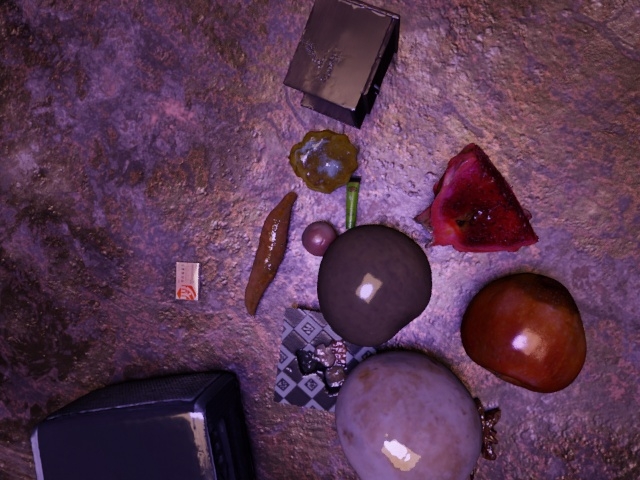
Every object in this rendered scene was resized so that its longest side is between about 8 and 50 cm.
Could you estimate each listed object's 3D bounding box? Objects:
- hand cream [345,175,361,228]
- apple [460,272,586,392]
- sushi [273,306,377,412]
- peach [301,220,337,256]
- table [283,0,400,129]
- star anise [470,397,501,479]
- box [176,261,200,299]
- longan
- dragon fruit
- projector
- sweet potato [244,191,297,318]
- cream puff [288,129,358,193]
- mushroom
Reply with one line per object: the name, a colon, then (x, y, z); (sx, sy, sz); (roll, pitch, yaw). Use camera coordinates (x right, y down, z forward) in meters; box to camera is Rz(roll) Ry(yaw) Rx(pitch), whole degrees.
hand cream: (0.072, -0.087, 0.963); (0.036, 0.023, 0.122); (4, 90, 13)
apple: (0.400, 0.174, 0.826); (0.229, 0.230, 0.230); (0, 93, 9)
sushi: (0.015, 0.275, 0.980); (0.219, 0.047, 0.232); (9, 99, 4)
peach: (-0.001, -0.002, 0.949); (0.083, 0.083, 0.083); (0, 93, 9)
table: (0.052, -0.361, 0.878); (0.172, 0.169, 0.193); (24, 96, 7)
star anise: (0.339, 0.444, 0.917); (0.097, 0.070, 0.191); (9, 82, -2)
box: (-0.325, 0.099, 1.041); (0.058, 0.015, 0.093); (3, 93, 7)
longan: (0.108, 0.092, 0.866); (0.248, 0.248, 0.249); (0, 93, 9)
dragon fruit: (0.289, -0.072, 0.871); (0.211, 0.134, 0.262); (-32, 123, 23)
projector: (-0.371, 0.529, 0.959); (0.404, 0.242, 0.396); (-11, 89, 8)
sweet potato: (-0.117, 0.037, 0.978); (0.072, 0.066, 0.315); (23, 100, 48)
cream puff: (0.002, -0.177, 0.932); (0.146, 0.116, 0.146); (-5, 109, -16)
mushroom: (0.166, 0.385, 0.872); (0.297, 0.298, 0.290); (22, 136, 8)
